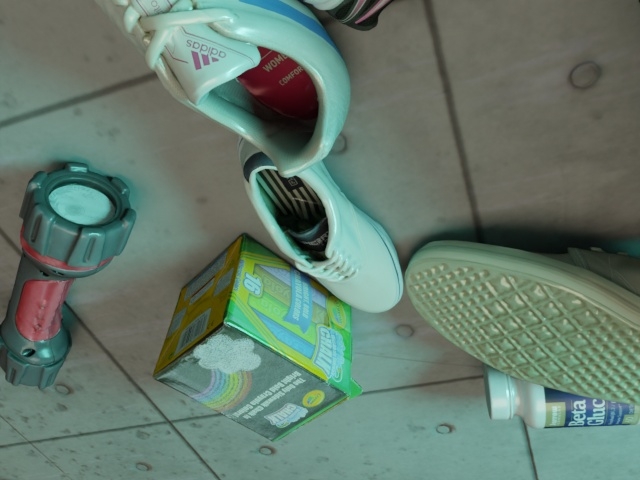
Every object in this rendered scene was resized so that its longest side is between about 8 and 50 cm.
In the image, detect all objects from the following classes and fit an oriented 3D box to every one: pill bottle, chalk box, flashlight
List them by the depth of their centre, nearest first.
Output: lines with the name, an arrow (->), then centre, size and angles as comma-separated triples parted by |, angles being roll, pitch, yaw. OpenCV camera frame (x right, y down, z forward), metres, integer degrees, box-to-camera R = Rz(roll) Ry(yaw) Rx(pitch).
flashlight -> -0.288, 0.057, 0.653 | 0.103, 0.103, 0.304 | 21, 128, -17
chalk box -> -0.049, 0.122, 0.670 | 0.213, 0.132, 0.132 | 36, 123, -25
pill bottle -> 0.282, 0.171, 0.706 | 0.169, 0.094, 0.094 | -6, 130, 10

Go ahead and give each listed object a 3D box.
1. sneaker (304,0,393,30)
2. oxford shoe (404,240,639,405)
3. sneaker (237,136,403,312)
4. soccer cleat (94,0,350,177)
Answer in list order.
sneaker -> 0.065, -0.220, 0.417 | 0.178, 0.072, 0.077 | -34, 146, 25
oxford shoe -> 0.311, 0.076, 0.612 | 0.449, 0.130, 0.169 | 12, 138, 14
sneaker -> 0.000, 0.000, 0.584 | 0.094, 0.091, 0.258 | -25, 124, 24
soccer cleat -> -0.097, -0.176, 0.405 | 0.116, 0.143, 0.331 | -35, 120, 30
